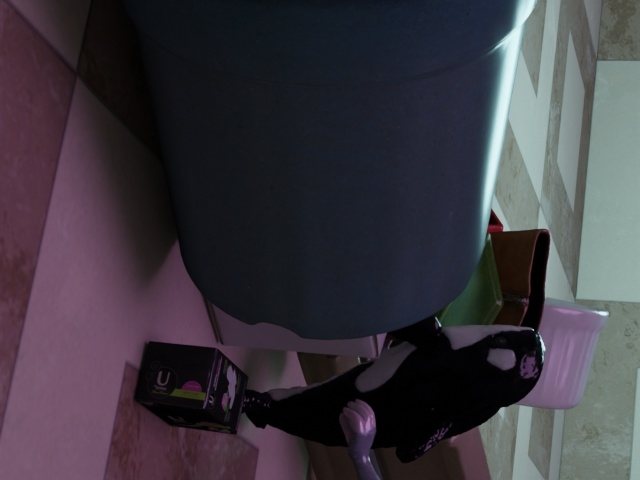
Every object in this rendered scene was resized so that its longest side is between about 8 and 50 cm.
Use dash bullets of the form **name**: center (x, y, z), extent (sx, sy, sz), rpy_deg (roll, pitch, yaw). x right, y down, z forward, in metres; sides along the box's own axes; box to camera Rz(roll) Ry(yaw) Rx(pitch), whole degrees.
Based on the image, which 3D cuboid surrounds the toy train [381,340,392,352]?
- **toy train**: center (0.079, 0.173, 1.701), extent (0.166, 0.046, 0.125), rpy_deg (-69, -177, -50)

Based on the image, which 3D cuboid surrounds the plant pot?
- **plant pot**: center (0.008, -0.128, 1.098), extent (0.341, 0.341, 0.334), rpy_deg (-66, 161, -49)

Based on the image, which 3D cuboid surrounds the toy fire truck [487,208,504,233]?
- **toy fire truck**: center (0.142, -0.003, 1.738), extent (0.192, 0.047, 0.135), rpy_deg (-133, -131, -55)

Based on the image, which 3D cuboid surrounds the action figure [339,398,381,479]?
- **action figure**: center (0.019, 0.323, 1.191), extent (0.370, 0.276, 0.248), rpy_deg (-23, 151, -39)

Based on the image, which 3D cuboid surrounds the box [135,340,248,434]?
- **box**: center (-0.103, 0.120, 1.166), extent (0.083, 0.062, 0.052), rpy_deg (56, 41, -63)

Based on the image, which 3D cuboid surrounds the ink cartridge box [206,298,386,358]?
- **ink cartridge box**: center (0.000, 0.000, 1.320), extent (0.212, 0.154, 0.093), rpy_deg (-68, 155, -47)

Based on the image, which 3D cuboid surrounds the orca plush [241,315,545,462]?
- **orca plush**: center (0.064, 0.150, 1.304), extent (0.102, 0.287, 0.151), rpy_deg (-92, 180, -53)

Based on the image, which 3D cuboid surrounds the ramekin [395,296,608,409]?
- **ramekin**: center (0.228, 0.132, 1.886), extent (0.277, 0.277, 0.135), rpy_deg (6, 94, -72)

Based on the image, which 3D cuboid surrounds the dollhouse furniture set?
- **dollhouse furniture set**: center (0.084, 0.143, 1.500), extent (0.151, 0.197, 0.301), rpy_deg (-55, 140, -42)

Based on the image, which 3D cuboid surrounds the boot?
- **boot**: center (0.140, -0.008, 1.591), extent (0.096, 0.280, 0.264), rpy_deg (16, 83, -33)
